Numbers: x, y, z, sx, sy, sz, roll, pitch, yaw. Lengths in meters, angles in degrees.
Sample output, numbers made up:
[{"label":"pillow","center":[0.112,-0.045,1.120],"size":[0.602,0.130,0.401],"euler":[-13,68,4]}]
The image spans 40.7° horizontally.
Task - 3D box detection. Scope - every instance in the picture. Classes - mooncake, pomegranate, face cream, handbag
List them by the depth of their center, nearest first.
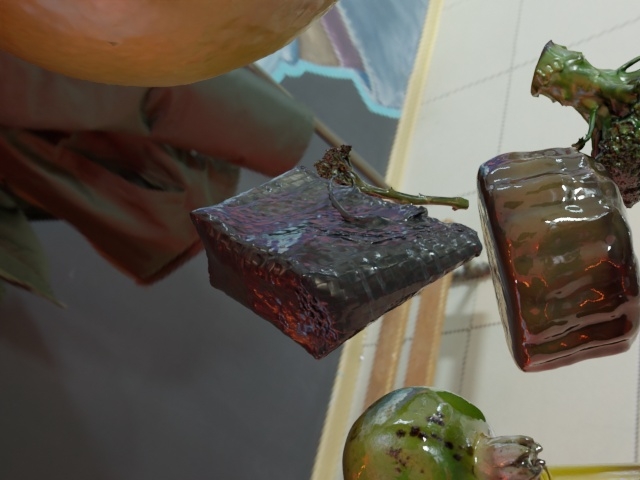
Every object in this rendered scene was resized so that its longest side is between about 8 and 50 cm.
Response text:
[{"label":"handbag","center":[0.000,0.000,0.789],"size":[0.175,0.088,0.270],"euler":[-32,36,-27]},{"label":"pomegranate","center":[0.126,0.229,0.881],"size":[0.210,0.180,0.180],"euler":[-22,43,33]},{"label":"face cream","center":[0.297,0.287,0.959],"size":[0.273,0.078,0.078],"euler":[-2,46,2]},{"label":"mooncake","center":[0.301,0.019,1.115],"size":[0.161,0.290,0.290],"euler":[-12,42,5]}]

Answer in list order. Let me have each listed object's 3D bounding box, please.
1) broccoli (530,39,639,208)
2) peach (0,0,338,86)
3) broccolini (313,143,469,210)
[{"label":"broccoli","center":[0.465,-0.193,1.340],"size":[0.297,0.297,0.297],"euler":[25,76,19]},{"label":"peach","center":[-0.111,-0.227,0.439],"size":[0.314,0.316,0.281],"euler":[-49,-17,-76]},{"label":"broccolini","center":[0.082,-0.059,1.034],"size":[0.054,0.194,0.052],"euler":[112,179,-49]}]
